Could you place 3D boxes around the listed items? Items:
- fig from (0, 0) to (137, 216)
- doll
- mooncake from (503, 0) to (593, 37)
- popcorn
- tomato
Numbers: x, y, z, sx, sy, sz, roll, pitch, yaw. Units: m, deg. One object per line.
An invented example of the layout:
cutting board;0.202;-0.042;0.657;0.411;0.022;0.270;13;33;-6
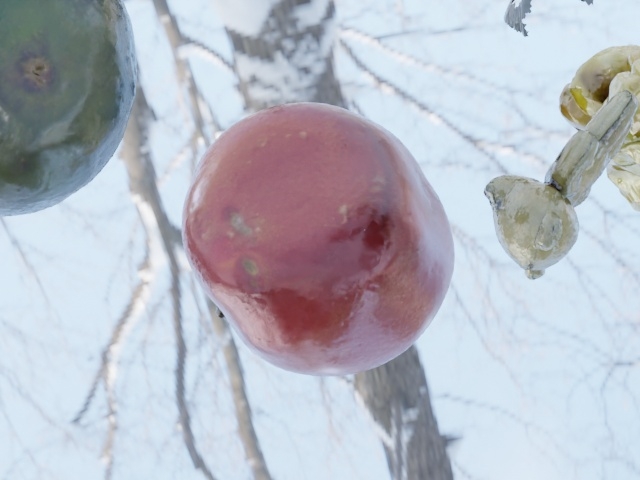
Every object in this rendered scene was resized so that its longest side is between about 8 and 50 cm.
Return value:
fig;-0.153;-0.069;0.680;0.117;0.117;0.177;-43;-153;-24
doll;0.121;-0.025;0.749;0.093;0.061;0.051;-34;-108;-7
mooncake;0.192;-0.248;1.019;0.057;0.346;0.150;30;-137;8
popcorn;0.385;-0.109;1.577;0.225;0.265;0.332;-52;-146;-6
tomato;0.000;0.000;1.907;0.290;0.293;0.325;-26;-133;15
